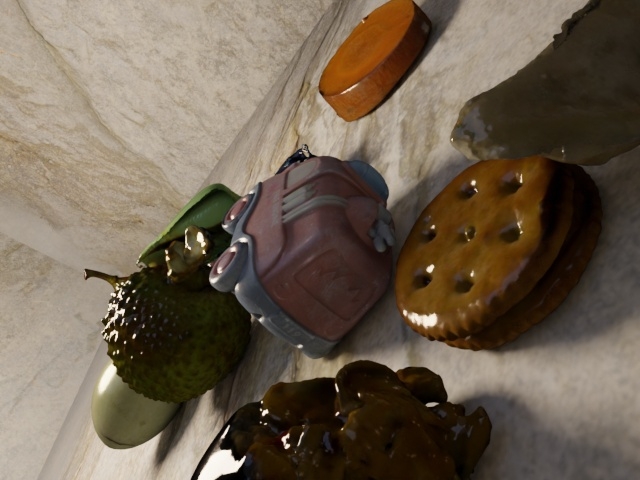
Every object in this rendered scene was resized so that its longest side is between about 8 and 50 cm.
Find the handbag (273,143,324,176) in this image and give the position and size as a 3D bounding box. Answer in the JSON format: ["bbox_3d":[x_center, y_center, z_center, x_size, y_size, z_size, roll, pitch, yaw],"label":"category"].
[{"bbox_3d":[-0.071,-0.068,1.147,0.260,0.113,0.162,-48,15,30],"label":"handbag"}]

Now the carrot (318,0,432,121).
[{"bbox_3d":[0.115,-0.394,1.205,0.307,0.100,0.258,-20,45,57],"label":"carrot"}]

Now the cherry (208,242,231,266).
[{"bbox_3d":[-0.206,0.055,1.228,0.148,0.188,0.115,-12,73,14],"label":"cherry"}]

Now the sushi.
[{"bbox_3d":[0.013,0.198,0.457,0.200,0.213,0.204,28,101,48],"label":"sushi"}]

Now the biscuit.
[{"bbox_3d":[0.163,0.003,0.543,0.220,0.066,0.220,-47,23,27],"label":"biscuit"}]

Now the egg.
[{"bbox_3d":[-0.395,0.331,1.216,0.253,0.186,0.186,-64,20,-16],"label":"egg"}]

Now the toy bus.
[{"bbox_3d":[0.000,0.000,0.780,0.232,0.197,0.294,-38,25,22],"label":"toy bus"}]

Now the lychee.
[{"bbox_3d":[-0.259,0.157,1.036,0.320,0.270,0.270,-45,23,42],"label":"lychee"}]

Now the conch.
[{"bbox_3d":[-0.249,-0.009,1.166,0.250,0.143,0.137,-50,3,-26],"label":"conch"}]

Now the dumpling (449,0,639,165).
[{"bbox_3d":[0.275,-0.145,0.466,0.332,0.166,0.086,-43,-24,-5],"label":"dumpling"}]

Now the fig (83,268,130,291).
[{"bbox_3d":[-0.519,0.152,1.583,0.217,0.321,0.217,-42,27,27],"label":"fig"}]
